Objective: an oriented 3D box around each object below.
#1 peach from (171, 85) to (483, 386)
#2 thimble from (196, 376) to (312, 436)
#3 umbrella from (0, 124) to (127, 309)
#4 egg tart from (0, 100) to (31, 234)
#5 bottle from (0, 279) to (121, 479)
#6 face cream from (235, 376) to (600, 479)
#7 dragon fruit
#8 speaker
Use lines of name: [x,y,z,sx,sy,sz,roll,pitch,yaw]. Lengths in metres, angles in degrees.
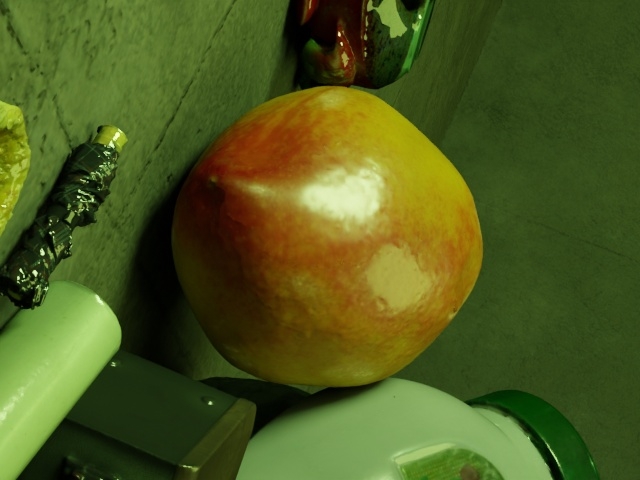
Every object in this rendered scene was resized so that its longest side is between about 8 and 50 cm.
peach: [0.004,0.003,1.040,0.308,0.289,0.289,32,80,-85]
thimble: [-0.087,0.255,1.214,0.250,0.172,0.205,-31,115,-47]
umbrella: [-0.170,-0.019,0.744,0.037,0.040,0.144,79,31,-57]
egg tart: [-0.193,-0.029,0.587,0.105,0.039,0.105,21,90,-80]
bottle: [-0.208,0.112,0.714,0.201,0.072,0.072,-57,165,-48]
face cream: [0.081,0.285,1.073,0.357,0.312,0.219,-11,159,-36]
dragon fruit: [0.059,-0.279,1.214,0.268,0.130,0.295,-64,170,-53]
speaker: [-0.174,0.229,0.913,0.192,0.153,0.231,-40,150,-72]
